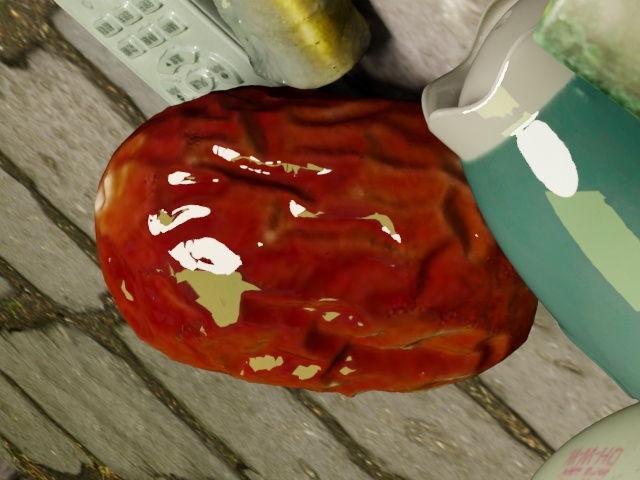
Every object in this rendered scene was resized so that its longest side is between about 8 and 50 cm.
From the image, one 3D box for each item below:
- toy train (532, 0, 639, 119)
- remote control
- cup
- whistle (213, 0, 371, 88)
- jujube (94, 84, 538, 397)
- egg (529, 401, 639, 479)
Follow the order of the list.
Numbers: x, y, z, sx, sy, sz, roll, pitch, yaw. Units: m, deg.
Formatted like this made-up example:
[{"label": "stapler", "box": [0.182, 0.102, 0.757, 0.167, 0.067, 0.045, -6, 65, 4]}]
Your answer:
[{"label": "toy train", "box": [0.212, -0.047, 0.593, 0.330, 0.178, 0.138, 37, 126, 10]}, {"label": "remote control", "box": [-0.052, -0.100, 1.135, 0.293, 0.051, 0.103, 44, 151, -18]}, {"label": "cup", "box": [0.139, -0.037, 0.774, 0.173, 0.167, 0.300, 41, -170, -10]}, {"label": "whistle", "box": [-0.068, -0.204, 0.929, 0.057, 0.068, 0.326, 30, 160, 47]}, {"label": "jujube", "box": [0.000, 0.000, 1.044, 0.250, 0.174, 0.174, 11, 154, 7]}, {"label": "egg", "box": [0.247, 0.188, 0.978, 0.371, 0.230, 0.230, -6, 131, 52]}]
